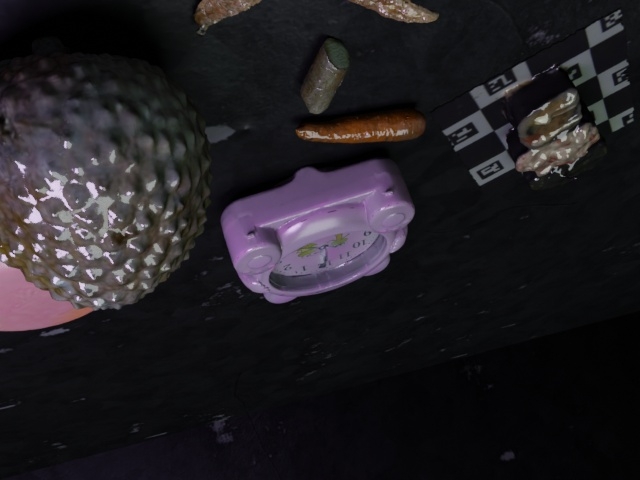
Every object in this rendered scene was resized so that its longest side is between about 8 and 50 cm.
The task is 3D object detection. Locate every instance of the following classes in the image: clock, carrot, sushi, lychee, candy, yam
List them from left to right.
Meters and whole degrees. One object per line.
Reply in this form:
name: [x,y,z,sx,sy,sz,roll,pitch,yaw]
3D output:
candy: [-0.408,0.044,0.948,0.255,0.094,0.255,-16,155,-7]
lychee: [-0.234,-0.064,0.676,0.255,0.274,0.255,-7,-175,1]
clock: [0.000,0.000,1.133,0.295,0.113,0.322,-17,157,-4]
yam: [0.005,-0.195,0.813,0.043,0.043,0.094,-5,153,-28]
carrot: [0.055,-0.156,0.936,0.191,0.047,0.047,-6,153,-16]
sushi: [0.375,-0.158,1.085,0.296,0.100,0.373,-27,155,17]

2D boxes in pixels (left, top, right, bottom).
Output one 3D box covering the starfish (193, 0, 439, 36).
starfish: [-0.023,-0.263,0.605,0.302,0.060,0.299,-6,167,20]
